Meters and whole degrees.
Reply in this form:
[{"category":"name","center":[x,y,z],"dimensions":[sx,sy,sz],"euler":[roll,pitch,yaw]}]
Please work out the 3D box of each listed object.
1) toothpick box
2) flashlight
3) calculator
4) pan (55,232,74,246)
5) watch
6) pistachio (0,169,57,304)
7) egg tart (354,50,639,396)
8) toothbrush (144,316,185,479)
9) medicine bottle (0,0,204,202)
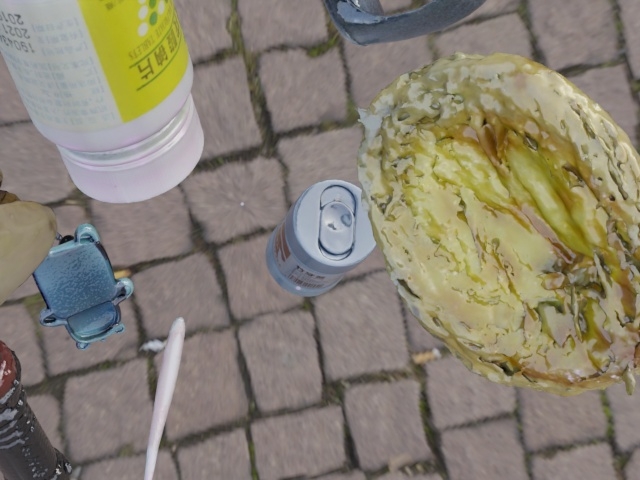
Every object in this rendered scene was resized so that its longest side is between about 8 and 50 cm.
[{"category":"toothpick box","center":[0.000,0.000,1.553],"dimensions":[0.101,0.153,0.101],"euler":[4,74,-14]},{"category":"flashlight","center":[-0.321,0.192,1.398],"dimensions":[0.093,0.232,0.093],"euler":[-6,48,6]},{"category":"calculator","center":[-0.225,0.047,1.294],"dimensions":[0.094,0.019,0.141],"euler":[-22,131,-8]},{"category":"pan","center":[-0.333,0.008,1.812],"dimensions":[0.115,0.023,0.068],"euler":[58,133,27]},{"category":"watch","center":[0.075,-0.277,1.188],"dimensions":[0.193,0.068,0.206],"euler":[-31,65,29]},{"category":"pistachio","center":[-0.288,0.013,1.009],"dimensions":[0.129,0.206,0.131],"euler":[44,130,9]},{"category":"egg tart","center":[0.134,-0.016,0.884],"dimensions":[0.252,0.232,0.098],"euler":[48,49,6]},{"category":"toothbrush","center":[-0.224,0.254,1.878],"dimensions":[0.025,0.029,0.307],"euler":[11,91,-27]},{"category":"medicine bottle","center":[-0.272,-0.237,1.650],"dimensions":[0.214,0.378,0.213],"euler":[-6,49,7]}]
